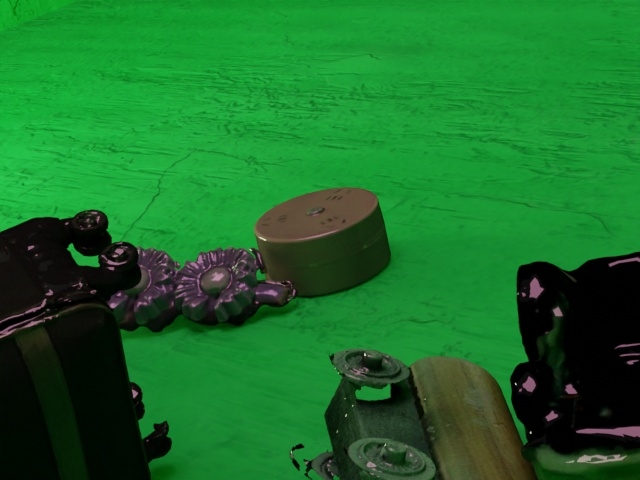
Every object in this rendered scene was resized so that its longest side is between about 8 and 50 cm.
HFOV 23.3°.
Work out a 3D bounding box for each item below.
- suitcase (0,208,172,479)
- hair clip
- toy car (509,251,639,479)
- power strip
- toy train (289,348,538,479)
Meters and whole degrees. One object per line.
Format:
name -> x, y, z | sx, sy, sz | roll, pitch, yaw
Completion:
suitcase -> -0.336, 0.175, 1.308 | 0.434, 0.283, 0.194 | -22, 41, -21
hair clip -> -0.165, 0.059, 1.768 | 0.292, 0.084, 0.106 | -2, 52, 23
toy car -> 0.272, 0.109, 1.232 | 0.214, 0.176, 0.358 | -9, 25, 15
power strip -> 0.000, 0.000, 1.794 | 0.154, 0.078, 0.154 | -12, 22, 5
toy train -> 0.085, 0.192, 1.245 | 0.190, 0.126, 0.307 | 16, 18, -11
